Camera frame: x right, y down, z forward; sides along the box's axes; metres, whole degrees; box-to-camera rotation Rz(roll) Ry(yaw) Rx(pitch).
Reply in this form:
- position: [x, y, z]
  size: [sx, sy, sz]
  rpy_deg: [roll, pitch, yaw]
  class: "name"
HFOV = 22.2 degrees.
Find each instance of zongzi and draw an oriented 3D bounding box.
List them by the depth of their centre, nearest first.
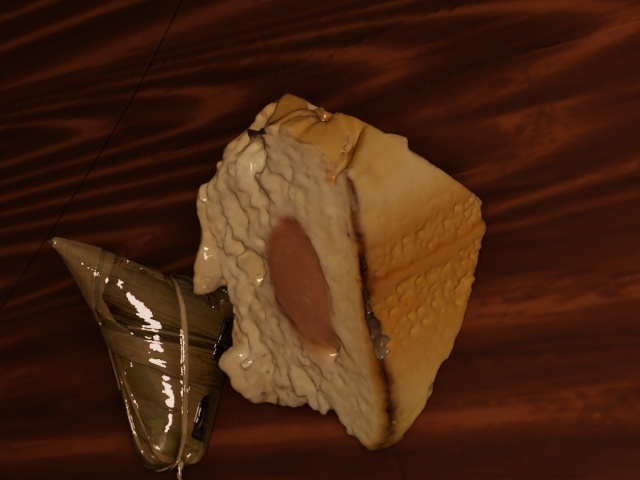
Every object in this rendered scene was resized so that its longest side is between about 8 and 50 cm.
- position: [-0.164, 0.107, 1.328]
  size: [0.081, 0.178, 0.189]
  rpy_deg: [-12, 60, 61]
  class: "zongzi"

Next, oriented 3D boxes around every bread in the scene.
- position: [-0.008, 0.007, 1.199]
  size: [0.184, 0.211, 0.224]
  rpy_deg: [16, 76, 41]
  class: "bread"
